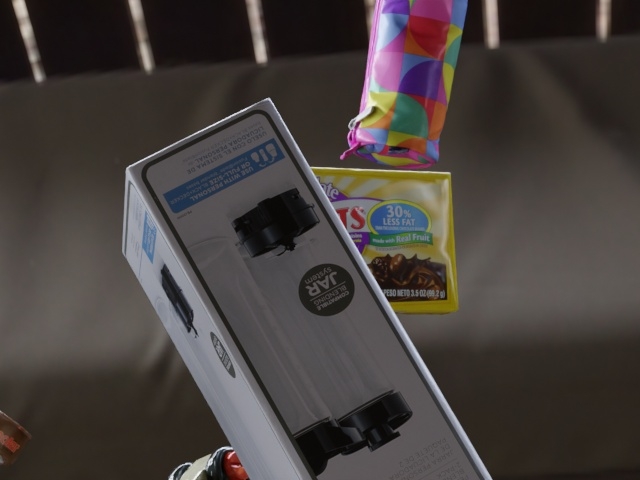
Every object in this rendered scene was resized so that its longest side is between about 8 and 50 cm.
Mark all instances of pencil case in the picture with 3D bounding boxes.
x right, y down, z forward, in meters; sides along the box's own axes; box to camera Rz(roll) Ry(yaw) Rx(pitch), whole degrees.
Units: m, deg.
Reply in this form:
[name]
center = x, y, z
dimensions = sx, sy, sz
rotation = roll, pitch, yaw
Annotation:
[pencil case]
center = 0.092, -0.187, 1.642
dimensions = 0.104, 0.104, 0.236
rotation = 9, 81, 20

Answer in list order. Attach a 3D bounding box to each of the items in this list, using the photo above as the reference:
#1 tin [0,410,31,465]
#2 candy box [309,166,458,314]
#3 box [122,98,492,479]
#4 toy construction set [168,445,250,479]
[tin]
center = -0.339, 0.148, 1.430
dimensions = 0.190, 0.106, 0.040
rotation = 18, 72, 36
[candy box]
center = 0.000, 0.000, 1.136
dimensions = 0.206, 0.027, 0.105
rotation = 1, 79, -23
[box]
center = -0.003, 0.087, 0.883
dimensions = 0.087, 0.169, 0.290
rotation = -28, 81, -15
[toy construction set]
center = -0.093, 0.328, 1.515
dimensions = 0.151, 0.215, 0.327
rotation = -30, 11, 20
